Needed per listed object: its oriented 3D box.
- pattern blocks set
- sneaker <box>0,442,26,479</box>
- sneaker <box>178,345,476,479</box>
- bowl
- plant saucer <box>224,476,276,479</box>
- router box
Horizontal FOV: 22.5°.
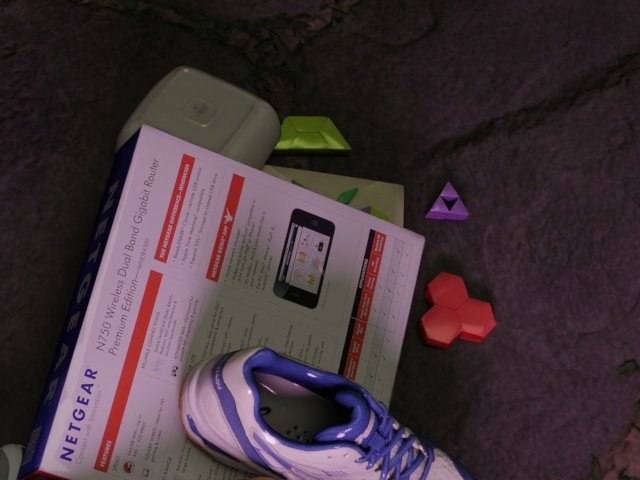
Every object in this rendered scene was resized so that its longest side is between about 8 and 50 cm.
[{"bbox_3d":[0.000,0.000,1.620,0.325,0.026,0.285,-7,66,-16],"label":"pattern blocks set"},{"bbox_3d":[-0.335,0.274,1.384,0.132,0.086,0.228,10,53,-3],"label":"sneaker"},{"bbox_3d":[0.025,0.182,1.369,0.296,0.131,0.111,25,64,-18],"label":"sneaker"},{"bbox_3d":[-0.122,-0.113,1.611,0.142,0.053,0.142,26,55,13],"label":"bowl"},{"bbox_3d":[-0.179,0.358,1.260,0.333,0.081,0.332,-4,75,-3],"label":"plant saucer"},{"bbox_3d":[-0.081,0.102,1.466,0.301,0.082,0.335,22,66,-18],"label":"router box"}]
